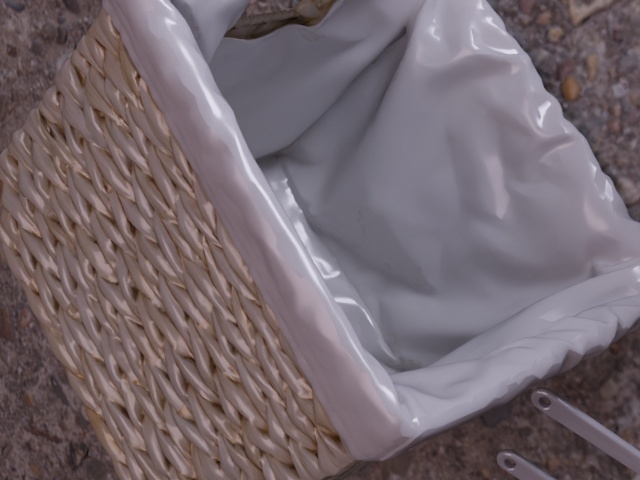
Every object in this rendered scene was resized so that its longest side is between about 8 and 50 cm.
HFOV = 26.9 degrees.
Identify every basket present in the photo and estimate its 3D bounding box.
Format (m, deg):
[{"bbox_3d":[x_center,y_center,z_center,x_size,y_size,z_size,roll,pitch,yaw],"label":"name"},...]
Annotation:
[{"bbox_3d":[0.000,0.000,0.921,0.266,0.328,0.331,-42,75,41],"label":"basket"}]

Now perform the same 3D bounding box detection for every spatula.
[{"bbox_3d":[0.220,0.206,0.937,0.242,0.019,0.168,35,127,5],"label":"spatula"}]
